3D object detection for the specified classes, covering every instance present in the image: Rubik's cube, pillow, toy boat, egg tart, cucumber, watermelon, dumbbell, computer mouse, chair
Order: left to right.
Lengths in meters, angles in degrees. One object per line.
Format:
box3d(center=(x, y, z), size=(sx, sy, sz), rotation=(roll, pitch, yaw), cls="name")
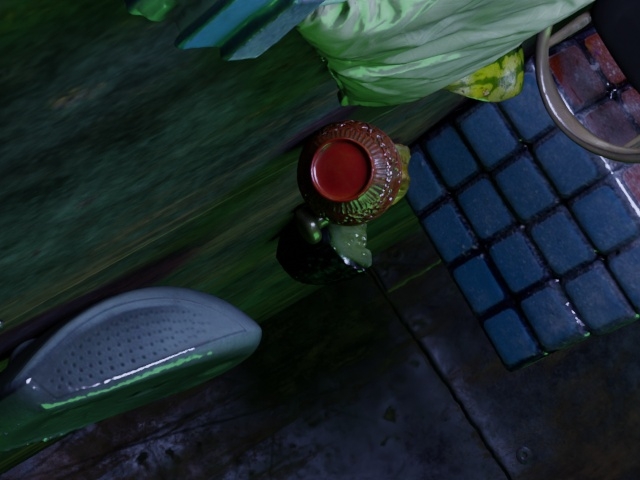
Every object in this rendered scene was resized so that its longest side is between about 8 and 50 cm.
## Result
box3d(center=(-0.235, 0.129, 1.356), size=(0.371, 0.122, 0.188), rotation=(-18, 165, -40), cls="computer mouse")
box3d(center=(-0.020, -0.119, 0.556), size=(0.069, 0.059, 0.173), rotation=(-34, 174, 32), cls="toy boat")
box3d(center=(0.000, 0.000, 1.695), size=(0.086, 0.115, 0.193), rotation=(16, 163, -20), cls="cucumber")
box3d(center=(0.023, -0.042, 1.605), size=(0.118, 0.052, 0.046), rotation=(-31, 144, -15), cls="dumbbell")
box3d(center=(0.067, -0.064, 1.529), size=(0.129, 0.049, 0.129), rotation=(-33, 159, -15), cls="egg tart")
box3d(center=(0.146, -0.174, 1.125), size=(0.163, 0.087, 0.069), rotation=(-28, 137, -57), cls="watermelon")
box3d(center=(0.122, -0.172, 0.802), size=(0.274, 0.076, 0.281), rotation=(-30, 175, 4), cls="pillow")
box3d(center=(0.363, -0.075, 1.642), size=(0.344, 0.344, 0.337), rotation=(-26, 171, -38), cls="Rubik's cube")
box3d(center=(0.366, -0.210, 1.292), size=(0.272, 0.188, 0.166), rotation=(-31, 175, -37), cls="chair")

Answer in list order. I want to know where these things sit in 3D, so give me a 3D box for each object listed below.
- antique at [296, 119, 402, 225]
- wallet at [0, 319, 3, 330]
box3d(center=(0.027, -0.063, 1.158), size=(0.104, 0.104, 0.104), rotation=(-31, 175, -3), cls="antique")
box3d(center=(-0.436, 0.184, 1.137), size=(0.247, 0.041, 0.323), rotation=(-28, 171, -40), cls="wallet")
